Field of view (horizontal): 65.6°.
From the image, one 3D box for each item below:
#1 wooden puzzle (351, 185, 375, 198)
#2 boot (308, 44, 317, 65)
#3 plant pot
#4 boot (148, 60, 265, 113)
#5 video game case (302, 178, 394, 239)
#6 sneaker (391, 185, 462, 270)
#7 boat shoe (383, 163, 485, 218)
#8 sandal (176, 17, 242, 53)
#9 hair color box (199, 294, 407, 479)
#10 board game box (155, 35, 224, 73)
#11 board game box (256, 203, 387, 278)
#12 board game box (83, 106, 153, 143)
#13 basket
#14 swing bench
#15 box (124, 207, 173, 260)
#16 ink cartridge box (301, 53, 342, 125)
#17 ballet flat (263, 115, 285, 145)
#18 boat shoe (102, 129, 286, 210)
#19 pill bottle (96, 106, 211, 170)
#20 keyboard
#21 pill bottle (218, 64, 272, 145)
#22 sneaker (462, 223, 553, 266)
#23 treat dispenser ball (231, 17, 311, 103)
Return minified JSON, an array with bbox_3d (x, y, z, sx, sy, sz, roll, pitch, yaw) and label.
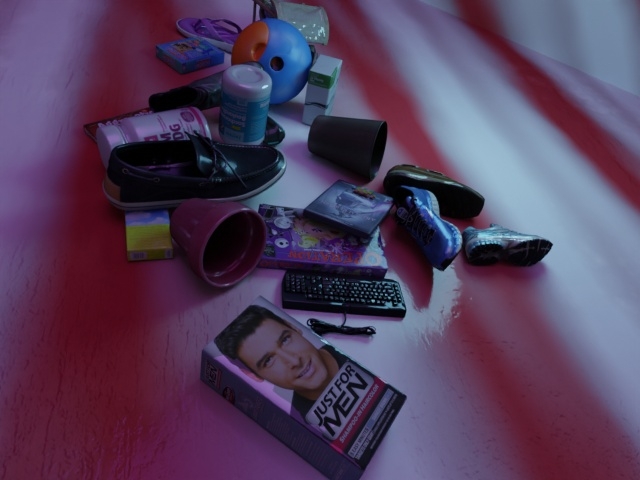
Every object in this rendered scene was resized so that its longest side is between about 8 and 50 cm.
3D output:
[{"bbox_3d":[0.132,-0.149,1.513,0.083,0.006,0.049,22,31,16],"label":"wooden puzzle"},{"bbox_3d":[-0.106,-0.760,2.065,0.178,0.085,0.237,4,38,-10],"label":"boot"},{"bbox_3d":[-0.260,-0.013,1.201,0.180,0.202,0.201,27,42,35],"label":"plant pot"},{"bbox_3d":[-0.344,-0.461,1.549,0.337,0.118,0.223,-20,13,15],"label":"boot"},{"bbox_3d":[0.091,-0.098,1.443,0.195,0.026,0.274,21,30,14],"label":"video game case"},{"bbox_3d":[0.281,-0.042,1.407,0.147,0.130,0.330,16,32,-28],"label":"sneaker"},{"bbox_3d":[0.365,-0.173,1.590,0.323,0.123,0.120,19,40,2],"label":"boat shoe"},{"bbox_3d":[-0.403,-0.875,2.077,0.415,0.102,0.169,23,44,7],"label":"sandal"},{"bbox_3d":[-0.040,0.294,0.999,0.374,0.114,0.185,31,46,16],"label":"hair color box"},{"bbox_3d":[-0.506,-0.725,1.934,0.160,0.047,0.210,39,47,21],"label":"board game box"},{"bbox_3d":[0.000,0.000,1.358,0.346,0.056,0.208,5,49,-12],"label":"board game box"},{"bbox_3d":[-0.570,-0.354,1.556,0.145,0.027,0.281,39,48,23],"label":"board game box"},{"bbox_3d":[0.085,-0.321,1.618,0.226,0.205,0.154,19,46,16],"label":"basket"},{"bbox_3d":[-0.132,-0.923,2.090,0.253,0.165,0.254,-10,27,-36],"label":"swing bench"},{"bbox_3d":[-0.435,-0.028,1.255,0.108,0.043,0.178,-3,46,-21],"label":"box"},{"bbox_3d":[0.003,-0.530,1.777,0.086,0.209,0.153,17,43,5],"label":"ink cartridge box"},{"bbox_3d":[-0.235,-0.415,1.675,0.096,0.095,0.280,-33,61,-25],"label":"ballet flat"},{"bbox_3d":[-0.314,-0.199,1.321,0.499,0.156,0.187,-11,51,-26],"label":"boat shoe"},{"bbox_3d":[-0.470,-0.279,1.414,0.282,0.161,0.160,-22,55,-32],"label":"pill bottle"},{"bbox_3d":[0.061,0.156,1.229,0.316,0.033,0.202,5,45,-11],"label":"keyboard"},{"bbox_3d":[-0.234,-0.383,1.514,0.146,0.264,0.146,8,44,-8],"label":"pill bottle"},{"bbox_3d":[0.556,-0.002,1.483,0.282,0.110,0.122,3,42,-14],"label":"sneaker"},{"bbox_3d":[-0.173,-0.633,1.767,0.287,0.288,0.288,9,44,-8],"label":"treat dispenser ball"}]
